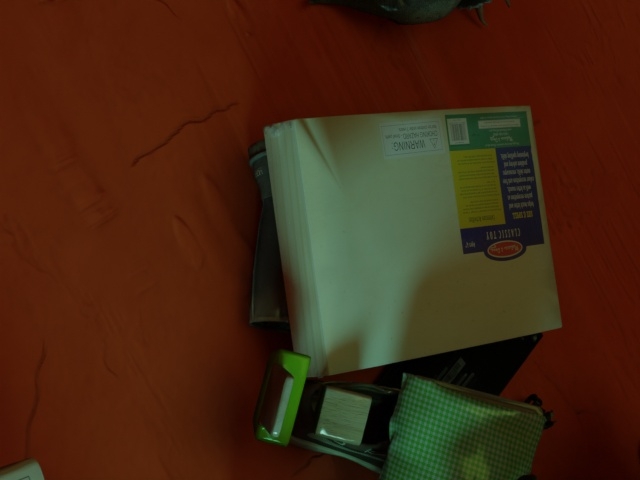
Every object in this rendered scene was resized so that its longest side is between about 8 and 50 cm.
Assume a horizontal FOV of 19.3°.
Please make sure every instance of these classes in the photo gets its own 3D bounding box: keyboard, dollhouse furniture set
[{"bbox_3d":[0.167,0.188,2.168,0.201,0.033,0.317,51,50,-8],"label":"keyboard"},{"bbox_3d":[0.080,0.236,1.866,0.302,0.151,0.197,15,92,-9],"label":"dollhouse furniture set"}]

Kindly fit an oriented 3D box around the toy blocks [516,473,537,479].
[{"bbox_3d":[0.126,0.426,1.748,0.260,0.288,0.309,-12,102,-2],"label":"toy blocks"}]

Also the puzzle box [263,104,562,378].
[{"bbox_3d":[0.112,-0.007,2.089,0.409,0.052,0.272,-6,88,-46],"label":"puzzle box"}]

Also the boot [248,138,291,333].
[{"bbox_3d":[0.000,0.001,2.054,0.190,0.076,0.208,3,67,-28],"label":"boot"}]

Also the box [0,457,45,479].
[{"bbox_3d":[-0.367,0.304,1.589,0.311,0.121,0.148,-16,87,-44],"label":"box"}]

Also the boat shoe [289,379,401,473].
[{"bbox_3d":[0.073,0.200,2.006,0.257,0.095,0.095,10,71,-28],"label":"boat shoe"}]

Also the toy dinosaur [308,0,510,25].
[{"bbox_3d":[0.120,-0.321,2.241,0.313,0.121,0.160,-28,81,-48],"label":"toy dinosaur"}]
